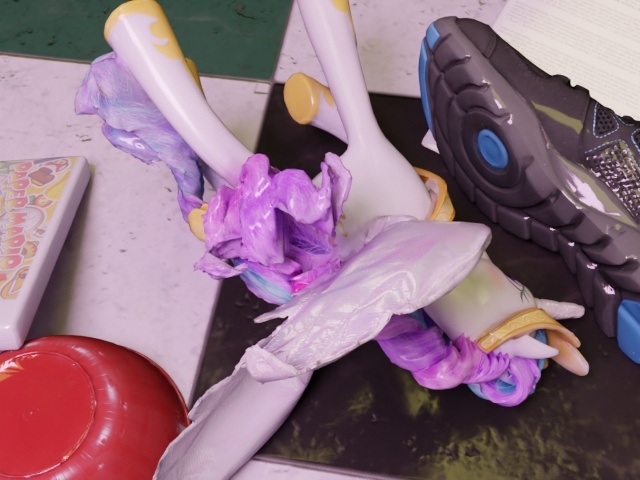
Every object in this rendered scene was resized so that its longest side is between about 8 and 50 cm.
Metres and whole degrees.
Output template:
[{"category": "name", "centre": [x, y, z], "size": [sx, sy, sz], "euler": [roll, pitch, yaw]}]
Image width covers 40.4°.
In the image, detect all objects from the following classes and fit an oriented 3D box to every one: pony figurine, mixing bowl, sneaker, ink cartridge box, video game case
[{"category": "pony figurine", "centre": [0.000, 0.000, 0.584], "size": [0.351, 0.303, 0.363], "euler": [-27, 77, -41]}, {"category": "mixing bowl", "centre": [-0.187, 0.136, 0.610], "size": [0.181, 0.098, 0.182], "euler": [-1, 61, 2]}, {"category": "sneaker", "centre": [0.212, -0.056, 0.692], "size": [0.139, 0.125, 0.341], "euler": [-34, 75, -18]}, {"category": "ink cartridge box", "centre": [0.229, -0.137, 0.784], "size": [0.189, 0.066, 0.232], "euler": [29, 87, 18]}, {"category": "video game case", "centre": [-0.305, 0.006, 0.681], "size": [0.206, 0.026, 0.227], "euler": [-4, 36, 3]}]
